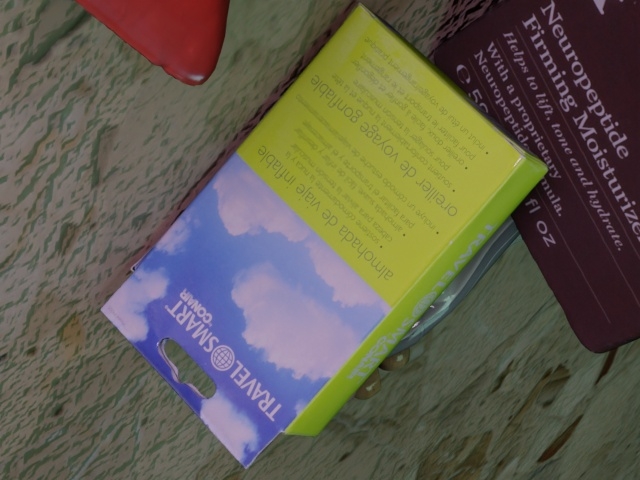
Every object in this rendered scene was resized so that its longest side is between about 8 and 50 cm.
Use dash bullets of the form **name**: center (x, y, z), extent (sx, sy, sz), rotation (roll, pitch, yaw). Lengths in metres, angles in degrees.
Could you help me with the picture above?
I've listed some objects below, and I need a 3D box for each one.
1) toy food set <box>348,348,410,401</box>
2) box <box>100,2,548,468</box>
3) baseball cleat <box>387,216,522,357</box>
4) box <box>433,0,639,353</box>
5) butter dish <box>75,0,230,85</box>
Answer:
- **toy food set**: center (0.029, 0.058, 1.073), extent (0.078, 0.019, 0.122), rotation (-21, 146, -41)
- **box**: center (0.000, 0.000, 0.835), extent (0.178, 0.109, 0.042), rotation (-49, 156, 9)
- **baseball cleat**: center (0.070, 0.001, 0.991), extent (0.206, 0.072, 0.109), rotation (-40, 161, -3)
- **box**: center (0.194, -0.075, 0.868), extent (0.167, 0.168, 0.203), rotation (-26, 176, -33)
- **butter dish**: center (-0.088, -0.134, 0.505), extent (0.160, 0.118, 0.160), rotation (38, 55, -63)
